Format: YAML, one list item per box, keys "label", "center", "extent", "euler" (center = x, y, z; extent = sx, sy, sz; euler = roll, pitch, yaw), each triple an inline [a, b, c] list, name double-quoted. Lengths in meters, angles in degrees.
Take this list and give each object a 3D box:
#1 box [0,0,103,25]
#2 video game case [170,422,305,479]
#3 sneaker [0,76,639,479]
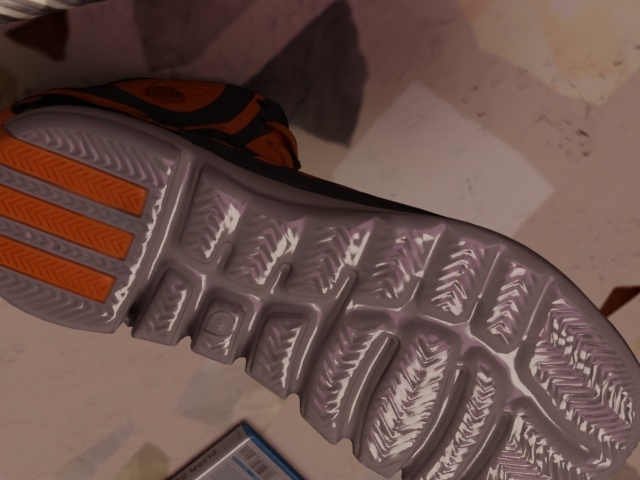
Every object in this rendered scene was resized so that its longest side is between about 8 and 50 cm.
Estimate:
- label: "box"
  center: [-0.079, -0.165, 0.566]
  extent: [0.275, 0.113, 0.094]
  euler: [-17, 128, -14]
- label: "video game case"
  center: [-0.080, 0.197, 0.869]
  extent: [0.166, 0.015, 0.119]
  euler: [-38, 130, 1]
- label: "sneaker"
  center: [0.000, 0.000, 0.653]
  extent: [0.321, 0.180, 0.124]
  euler: [27, 108, -9]
